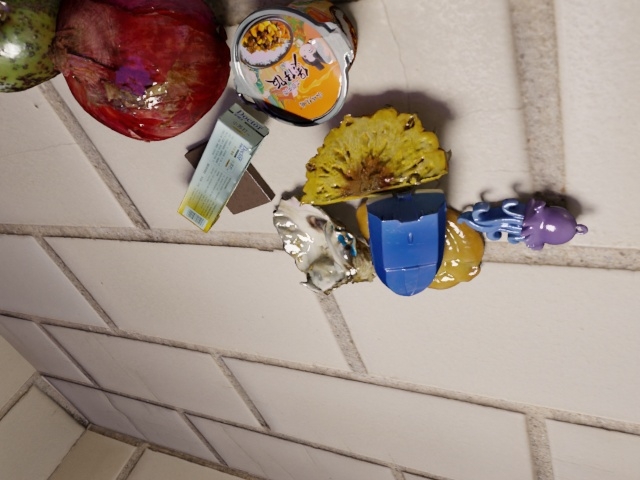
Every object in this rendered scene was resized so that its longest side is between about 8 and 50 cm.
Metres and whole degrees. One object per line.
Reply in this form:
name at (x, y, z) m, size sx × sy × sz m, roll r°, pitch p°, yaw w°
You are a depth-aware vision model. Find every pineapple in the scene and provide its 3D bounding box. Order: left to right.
pineapple at (0.101, -0.139, 0.876) m, size 0.250 × 0.164 × 0.139 m, roll -13°, pitch 85°, yaw 35°

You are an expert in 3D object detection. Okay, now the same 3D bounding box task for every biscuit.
biscuit at (0.182, 0.004, 1.000) m, size 0.260 × 0.041 × 0.203 m, roll 30°, pitch 140°, yaw -2°

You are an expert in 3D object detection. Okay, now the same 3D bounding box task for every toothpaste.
toothpaste at (-0.200, -0.129, 1.038) m, size 0.089 × 0.071 × 0.313 m, roll 38°, pitch 141°, yaw -5°

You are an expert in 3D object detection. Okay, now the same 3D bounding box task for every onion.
onion at (-0.279, -0.289, 0.816) m, size 0.277 × 0.276 × 0.276 m, roll 17°, pitch 138°, yaw 16°

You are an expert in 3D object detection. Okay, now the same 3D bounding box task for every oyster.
oyster at (0.000, 0.000, 1.065) m, size 0.214 × 0.083 × 0.222 m, roll -17°, pitch 102°, yaw 49°

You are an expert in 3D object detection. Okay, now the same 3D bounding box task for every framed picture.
framed picture at (-0.189, -0.135, 1.098) m, size 0.128 × 0.023 × 0.168 m, roll -15°, pitch 123°, yaw 41°

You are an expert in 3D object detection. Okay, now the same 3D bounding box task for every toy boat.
toy boat at (0.153, 0.021, 0.938) m, size 0.129 × 0.088 × 0.295 m, roll -8°, pitch 143°, yaw 5°

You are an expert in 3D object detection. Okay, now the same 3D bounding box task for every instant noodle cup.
instant noodle cup at (-0.022, -0.273, 0.774) m, size 0.208 × 0.125 × 0.177 m, roll 2°, pitch 131°, yaw 31°

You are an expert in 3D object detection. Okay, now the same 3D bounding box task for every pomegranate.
pomegranate at (-0.550, -0.398, 0.897) m, size 0.341 × 0.285 × 0.284 m, roll 34°, pitch 156°, yaw 54°

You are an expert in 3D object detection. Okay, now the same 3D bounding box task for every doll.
doll at (0.324, -0.030, 0.862) m, size 0.206 × 0.067 × 0.110 m, roll 9°, pitch 148°, yaw 29°
